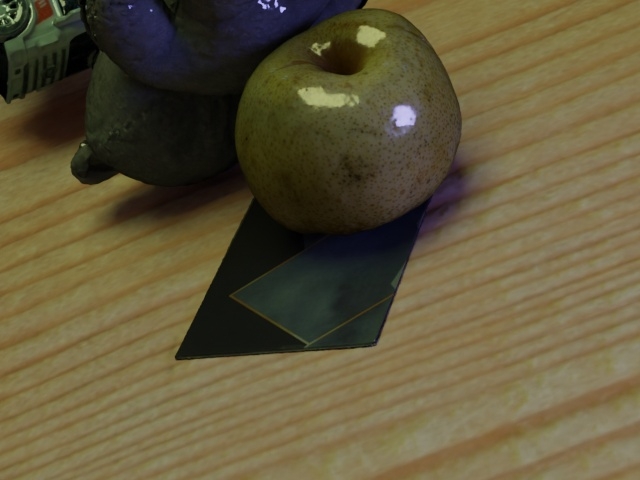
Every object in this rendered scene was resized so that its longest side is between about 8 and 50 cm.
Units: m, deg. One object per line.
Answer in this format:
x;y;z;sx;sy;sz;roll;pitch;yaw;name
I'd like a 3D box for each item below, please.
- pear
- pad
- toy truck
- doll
0.022;-0.083;1.128;0.167;0.137;0.167;-14;35;10;pear
0.000;0.000;1.152;0.163;0.004;0.243;-6;37;26;pad
-0.265;-0.278;1.438;0.184;0.338;0.133;-19;-12;-17;toy truck
-0.081;-0.182;1.202;0.246;0.340;0.158;-17;60;-30;doll
